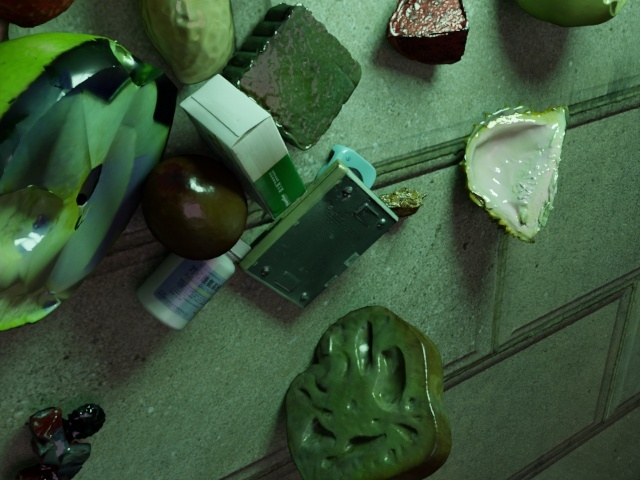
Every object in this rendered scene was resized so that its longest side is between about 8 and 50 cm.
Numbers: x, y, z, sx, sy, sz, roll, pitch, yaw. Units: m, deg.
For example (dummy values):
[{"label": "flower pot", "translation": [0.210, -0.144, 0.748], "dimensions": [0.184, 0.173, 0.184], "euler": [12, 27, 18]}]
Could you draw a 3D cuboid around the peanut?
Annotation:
[{"label": "peanut", "translation": [-0.175, -0.367, 0.759], "dimensions": [0.149, 0.149, 0.313], "euler": [-11, 120, -29]}]

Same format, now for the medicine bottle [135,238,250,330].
[{"label": "medicine bottle", "translation": [-0.212, 0.052, 0.954], "dimensions": [0.186, 0.103, 0.103], "euler": [-48, 129, -5]}]

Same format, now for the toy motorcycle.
[{"label": "toy motorcycle", "translation": [-0.460, 0.363, 0.954], "dimensions": [0.122, 0.082, 0.213], "euler": [32, 92, -40]}]

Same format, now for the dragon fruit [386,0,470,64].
[{"label": "dragon fruit", "translation": [0.186, -0.393, 1.027], "dimensions": [0.161, 0.120, 0.127], "euler": [-8, 163, -3]}]

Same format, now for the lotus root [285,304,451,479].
[{"label": "lotus root", "translation": [0.097, 0.334, 1.138], "dimensions": [0.111, 0.375, 0.390], "euler": [34, 80, -44]}]

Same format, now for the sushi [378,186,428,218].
[{"label": "sushi", "translation": [0.170, -0.081, 1.169], "dimensions": [0.118, 0.061, 0.060], "euler": [-23, 149, -31]}]

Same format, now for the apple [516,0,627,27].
[{"label": "apple", "translation": [0.470, -0.532, 1.032], "dimensions": [0.279, 0.279, 0.279], "euler": [-15, 120, -27]}]

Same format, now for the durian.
[{"label": "durian", "translation": [0.393, -0.170, 1.226], "dimensions": [0.196, 0.185, 0.305], "euler": [12, 102, -17]}]

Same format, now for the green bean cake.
[{"label": "green bean cake", "translation": [-0.047, -0.263, 0.915], "dimensions": [0.181, 0.094, 0.173], "euler": [36, 90, -39]}]

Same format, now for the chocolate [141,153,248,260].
[{"label": "chocolate", "translation": [-0.189, -0.057, 0.851], "dimensions": [0.177, 0.177, 0.176], "euler": [-15, 120, -27]}]

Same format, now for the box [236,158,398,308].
[{"label": "box", "translation": [0.000, 0.000, 1.069], "dimensions": [0.270, 0.045, 0.211], "euler": [-43, 130, 9]}]

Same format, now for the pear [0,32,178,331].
[{"label": "pear", "translation": [-0.356, -0.089, 0.683], "dimensions": [0.165, 0.399, 0.398], "euler": [30, 95, 0]}]

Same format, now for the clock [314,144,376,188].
[{"label": "clock", "translation": [0.033, -0.100, 1.080], "dimensions": [0.108, 0.045, 0.147], "euler": [33, 93, -39]}]

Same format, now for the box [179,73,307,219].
[{"label": "box", "translation": [-0.112, -0.138, 0.870], "dimensions": [0.081, 0.135, 0.199], "euler": [-43, 150, -7]}]

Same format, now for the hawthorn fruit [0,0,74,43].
[{"label": "hawthorn fruit", "translation": [-0.359, -0.327, 0.619], "dimensions": [0.205, 0.205, 0.253], "euler": [-2, 120, -33]}]
